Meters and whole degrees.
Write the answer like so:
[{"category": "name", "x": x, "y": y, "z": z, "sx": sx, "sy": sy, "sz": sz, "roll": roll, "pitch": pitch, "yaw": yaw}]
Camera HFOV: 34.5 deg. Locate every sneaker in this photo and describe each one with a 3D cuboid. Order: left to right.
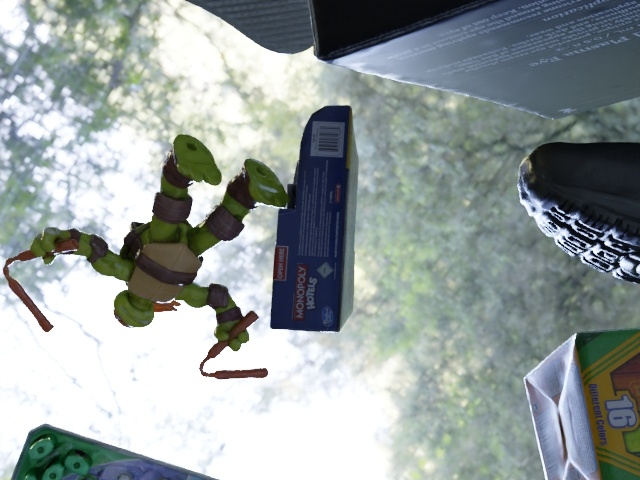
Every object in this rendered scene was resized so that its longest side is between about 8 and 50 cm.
[{"category": "sneaker", "x": -0.116, "y": -0.313, "z": 1.035, "sx": 0.282, "sy": 0.102, "sz": 0.161, "roll": 37, "pitch": -150, "yaw": -45}, {"category": "sneaker", "x": 0.249, "y": -0.032, "z": 0.559, "sx": 0.286, "sy": 0.130, "sz": 0.109, "roll": 8, "pitch": 171, "yaw": -5}]

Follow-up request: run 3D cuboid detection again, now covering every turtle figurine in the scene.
[{"category": "turtle figurine", "x": -0.122, "y": 0.016, "z": 0.920, "sx": 0.270, "sy": 0.217, "sz": 0.087, "roll": 27, "pitch": -149, "yaw": -22}]

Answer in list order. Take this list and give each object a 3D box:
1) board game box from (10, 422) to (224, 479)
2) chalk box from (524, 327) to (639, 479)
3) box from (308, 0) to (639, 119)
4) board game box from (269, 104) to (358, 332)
[{"category": "board game box", "x": -0.196, "y": 0.444, "z": 1.124, "sx": 0.390, "sy": 0.389, "sz": 0.050, "roll": 21, "pitch": 177, "yaw": -10}, {"category": "chalk box", "x": 0.397, "y": 0.195, "z": 1.111, "sx": 0.289, "sy": 0.180, "sz": 0.179, "roll": -5, "pitch": 159, "yaw": -9}, {"category": "box", "x": 0.210, "y": -0.211, "z": 0.611, "sx": 0.313, "sy": 0.343, "sz": 0.178, "roll": 3, "pitch": -102, "yaw": -53}, {"category": "board game box", "x": 0.000, "y": 0.000, "z": 0.934, "sx": 0.060, "sy": 0.194, "sz": 0.194, "roll": 3, "pitch": 167, "yaw": 4}]
